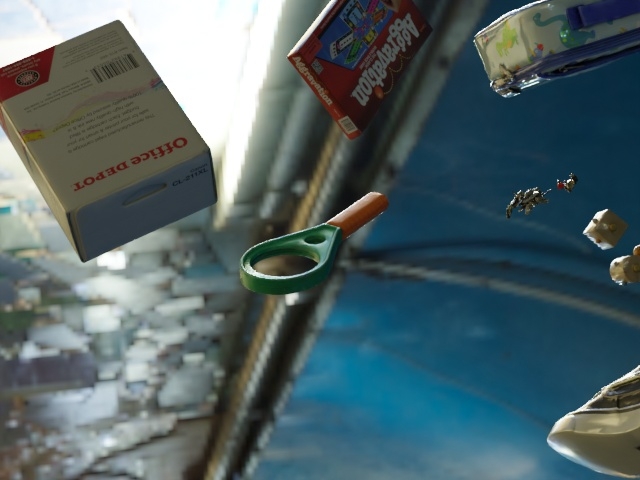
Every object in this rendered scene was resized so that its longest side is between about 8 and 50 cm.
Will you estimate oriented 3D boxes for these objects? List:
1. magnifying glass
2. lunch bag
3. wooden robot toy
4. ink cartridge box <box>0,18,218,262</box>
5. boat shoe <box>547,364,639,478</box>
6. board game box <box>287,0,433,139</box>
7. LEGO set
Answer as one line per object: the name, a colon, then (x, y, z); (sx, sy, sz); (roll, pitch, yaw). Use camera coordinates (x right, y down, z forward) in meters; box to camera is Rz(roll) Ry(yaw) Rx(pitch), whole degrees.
magnifying glass: (0.000, 0.000, 1.641); (0.092, 0.231, 0.026); (14, -60, 32)
lunch bag: (0.293, -0.234, 1.689); (0.176, 0.219, 0.090); (-19, -90, 69)
wooden robot toy: (0.332, 0.030, 1.530); (0.079, 0.173, 0.076); (160, -49, -73)
ink cartridge box: (-0.180, -0.083, 1.253); (0.175, 0.127, 0.072); (55, -19, 33)
boat shoe: (0.265, 0.139, 1.223); (0.219, 0.078, 0.070); (-27, -148, 60)
board game box: (0.060, -0.273, 2.110); (0.145, 0.027, 0.281); (52, 42, -19)
LEGO set: (0.219, -0.048, 1.541); (0.023, 0.083, 0.054); (55, 13, -11)
